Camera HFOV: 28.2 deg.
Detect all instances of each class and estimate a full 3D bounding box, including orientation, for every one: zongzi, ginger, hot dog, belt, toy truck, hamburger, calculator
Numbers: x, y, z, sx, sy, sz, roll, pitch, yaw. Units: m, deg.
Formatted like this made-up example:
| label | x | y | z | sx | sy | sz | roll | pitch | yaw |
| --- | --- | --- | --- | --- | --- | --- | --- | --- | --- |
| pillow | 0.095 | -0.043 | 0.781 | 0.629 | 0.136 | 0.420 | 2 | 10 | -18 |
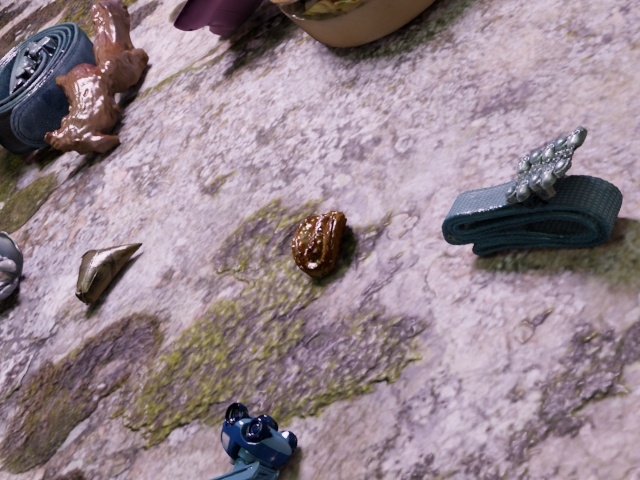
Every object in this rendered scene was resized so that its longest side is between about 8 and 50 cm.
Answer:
| label | x | y | z | sx | sy | sz | roll | pitch | yaw |
| --- | --- | --- | --- | --- | --- | --- | --- | --- | --- |
| zongzi | -0.264 | 0.041 | 1.595 | 0.083 | 0.040 | 0.076 | -11 | 48 | 14 |
| ginger | -0.336 | -0.247 | 1.942 | 0.122 | 0.084 | 0.290 | 4 | 55 | 10 |
| hot dog | 0.000 | 0.000 | 1.350 | 0.058 | 0.035 | 0.083 | -16 | 41 | 30 |
| belt | 0.177 | -0.034 | 1.144 | 0.179 | 0.100 | 0.065 | -10 | 40 | 44 |
| toy truck | -0.071 | 0.203 | 1.177 | 0.073 | 0.056 | 0.090 | 29 | 86 | 50 |
| hamburger | 0.053 | -0.391 | 1.622 | 0.300 | 0.176 | 0.300 | -30 | 34 | 23 |
| calculator | -0.082 | -0.402 | 1.788 | 0.294 | 0.043 | 0.194 | -50 | -10 | 16 |
| belt | -0.447 | -0.235 | 2.035 | 0.206 | 0.116 | 0.267 | -23 | 35 | 23 |

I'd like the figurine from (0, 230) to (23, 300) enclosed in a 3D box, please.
| label | x | y | z | sx | sy | sz | roll | pitch | yaw |
| --- | --- | --- | --- | --- | --- | --- | --- | --- | --- |
| figurine | -0.447 | 0.042 | 1.738 | 0.094 | 0.082 | 0.086 | -4 | 27 | 38 |
